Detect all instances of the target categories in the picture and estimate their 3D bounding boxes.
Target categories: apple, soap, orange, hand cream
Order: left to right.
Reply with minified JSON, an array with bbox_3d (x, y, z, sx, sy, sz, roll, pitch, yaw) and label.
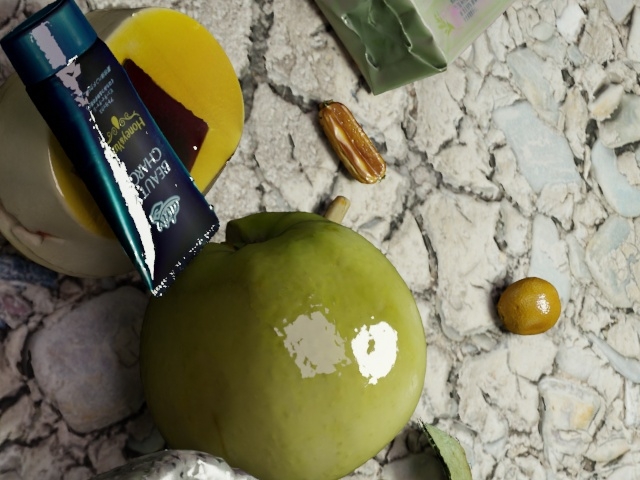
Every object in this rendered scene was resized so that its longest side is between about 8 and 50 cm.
[{"bbox_3d":[-0.188,-0.086,1.176,0.270,0.061,0.120,61,42,-23],"label":"hand cream"},{"bbox_3d":[-0.041,0.108,1.303,0.292,0.292,0.254,-32,116,-40],"label":"apple"},{"bbox_3d":[0.113,-0.313,1.619,0.199,0.138,0.182,-45,109,-38],"label":"soap"},{"bbox_3d":[0.274,0.087,1.695,0.085,0.085,0.085,12,71,-38],"label":"orange"}]

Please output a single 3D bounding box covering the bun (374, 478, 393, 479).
[{"bbox_3d":[0.099,0.360,1.460,0.188,0.111,0.164,43,35,-24],"label":"bun"}]

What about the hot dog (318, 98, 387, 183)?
[{"bbox_3d":[0.036,-0.118,1.576,0.049,0.037,0.122,-37,98,-28],"label":"hot dog"}]

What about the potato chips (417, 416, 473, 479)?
[{"bbox_3d":[0.170,0.295,1.559,0.209,0.026,0.142,56,19,-33],"label":"potato chips"}]

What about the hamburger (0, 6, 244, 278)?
[{"bbox_3d":[-0.206,-0.102,1.291,0.227,0.151,0.295,51,49,-19],"label":"hamburger"}]

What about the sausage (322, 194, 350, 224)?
[{"bbox_3d":[0.000,0.000,1.518,0.024,0.024,0.132,45,55,-22],"label":"sausage"}]

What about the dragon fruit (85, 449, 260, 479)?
[{"bbox_3d":[-0.153,0.338,1.180,0.204,0.221,0.283,-15,86,-61],"label":"dragon fruit"}]
